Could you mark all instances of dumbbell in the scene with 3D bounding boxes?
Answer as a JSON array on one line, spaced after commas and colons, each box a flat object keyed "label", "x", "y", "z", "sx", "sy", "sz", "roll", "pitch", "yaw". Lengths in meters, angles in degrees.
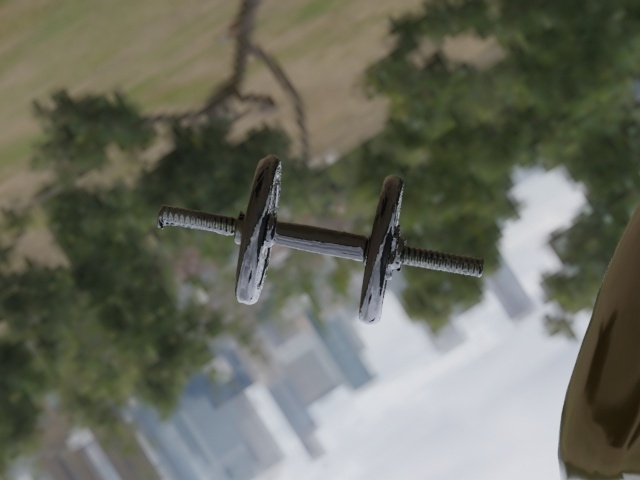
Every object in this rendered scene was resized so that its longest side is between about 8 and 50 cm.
[{"label": "dumbbell", "x": 0.000, "y": 0.000, "z": 0.880, "sx": 0.147, "sy": 0.069, "sz": 0.069, "roll": 10, "pitch": -179, "yaw": 3}]

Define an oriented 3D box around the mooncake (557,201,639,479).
[{"label": "mooncake", "x": 0.288, "y": 0.076, "z": 0.772, "sx": 0.201, "sy": 0.378, "sz": 0.378, "roll": -68, "pitch": -171, "yaw": -15}]
